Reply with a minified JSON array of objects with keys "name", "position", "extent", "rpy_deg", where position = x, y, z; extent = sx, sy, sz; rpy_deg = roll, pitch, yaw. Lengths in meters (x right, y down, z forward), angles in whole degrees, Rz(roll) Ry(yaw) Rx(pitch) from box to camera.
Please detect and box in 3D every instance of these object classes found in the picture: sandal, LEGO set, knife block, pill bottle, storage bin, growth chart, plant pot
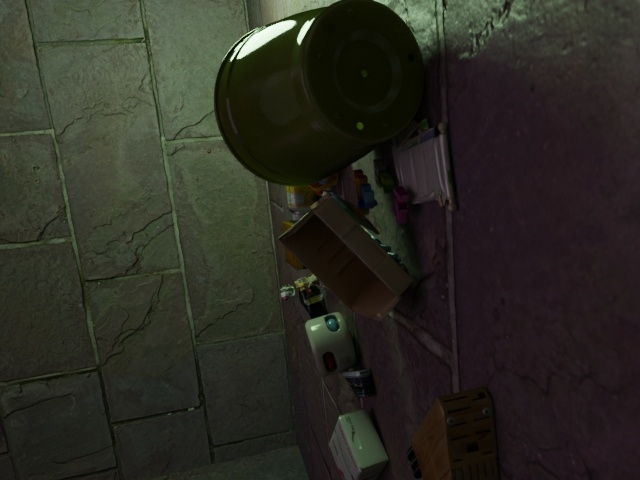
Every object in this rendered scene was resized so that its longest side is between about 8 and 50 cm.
[{"name":"sandal","position":[-0.014,0.281,1.917],"extent":[0.054,0.097,0.254],"rpy_deg":[103,146,-63]},{"name":"LEGO set","position":[-0.020,0.183,1.820],"extent":[0.287,0.132,0.107],"rpy_deg":[-27,80,42]},{"name":"knife block","position":[0.223,0.374,0.865],"extent":[0.242,0.088,0.276],"rpy_deg":[-164,66,-76]},{"name":"pill bottle","position":[-0.071,-0.180,1.801],"extent":[0.117,0.117,0.208],"rpy_deg":[-130,34,-68]},{"name":"storage bin","position":[0.049,0.039,1.055],"extent":[0.262,0.123,0.260],"rpy_deg":[45,170,-5]},{"name":"LEGO set","position":[0.117,-0.092,1.004],"extent":[0.227,0.087,0.093],"rpy_deg":[-103,6,-62]},{"name":"growth chart","position":[0.184,-0.143,0.876],"extent":[0.237,0.021,0.172],"rpy_deg":[-156,59,-76]},{"name":"plant pot","position":[0.009,-0.292,0.929],"extent":[0.353,0.366,0.366],"rpy_deg":[-167,69,-64]}]

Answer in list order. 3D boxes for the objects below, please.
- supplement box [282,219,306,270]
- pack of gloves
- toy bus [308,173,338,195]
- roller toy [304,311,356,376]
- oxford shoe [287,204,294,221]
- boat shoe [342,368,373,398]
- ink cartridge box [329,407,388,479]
[{"name":"supplement box","position":[0.000,0.000,1.403],"extent":[0.191,0.194,0.129],"rpy_deg":[-158,61,-76]},{"name":"pack of gloves","position":[0.091,-0.019,1.086],"extent":[0.195,0.046,0.232],"rpy_deg":[48,179,-21]},{"name":"toy bus","position":[-0.009,-0.228,1.465],"extent":[0.220,0.149,0.211],"rpy_deg":[-120,12,-54]},{"name":"roller toy","position":[0.040,0.344,1.559],"extent":[0.191,0.146,0.209],"rpy_deg":[92,162,-74]},{"name":"oxford shoe","position":[-0.092,-0.155,1.972],"extent":[0.083,0.096,0.227],"rpy_deg":[-114,21,-57]},{"name":"boat shoe","position":[0.115,0.450,1.469],"extent":[0.183,0.065,0.083],"rpy_deg":[124,138,-71]},{"name":"ink cartridge box","position":[0.114,0.662,1.472],"extent":[0.237,0.100,0.172],"rpy_deg":[99,152,-47]}]
